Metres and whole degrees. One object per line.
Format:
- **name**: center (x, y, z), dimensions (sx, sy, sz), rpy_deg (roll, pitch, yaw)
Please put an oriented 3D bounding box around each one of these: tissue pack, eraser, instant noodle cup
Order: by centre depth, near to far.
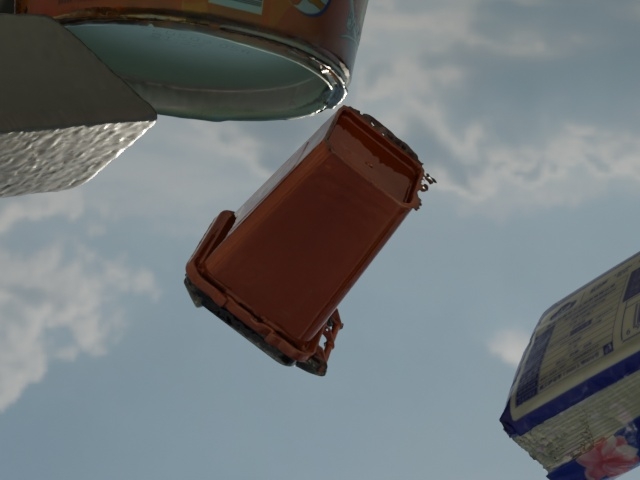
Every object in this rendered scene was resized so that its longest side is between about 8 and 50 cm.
- **eraser**: center (-0.261, -0.061, 0.743), dimensions (0.352, 0.077, 0.111), rpy_deg (-9, 163, -42)
- **instant noodle cup**: center (-0.086, -0.213, 0.977), dimensions (0.296, 0.214, 0.296), rpy_deg (6, 170, 1)
- **tissue pack**: center (0.312, 0.095, 1.286), dimensions (0.270, 0.137, 0.209), rpy_deg (-36, -171, 31)

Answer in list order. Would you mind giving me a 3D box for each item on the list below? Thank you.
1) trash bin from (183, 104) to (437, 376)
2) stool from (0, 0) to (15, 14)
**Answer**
- **trash bin**: center (0.000, 0.000, 1.464), dimensions (0.184, 0.238, 0.161), rpy_deg (39, -153, -8)
- **stool**: center (-0.300, -0.233, 1.697), dimensions (0.232, 0.232, 0.141), rpy_deg (10, -116, 23)
